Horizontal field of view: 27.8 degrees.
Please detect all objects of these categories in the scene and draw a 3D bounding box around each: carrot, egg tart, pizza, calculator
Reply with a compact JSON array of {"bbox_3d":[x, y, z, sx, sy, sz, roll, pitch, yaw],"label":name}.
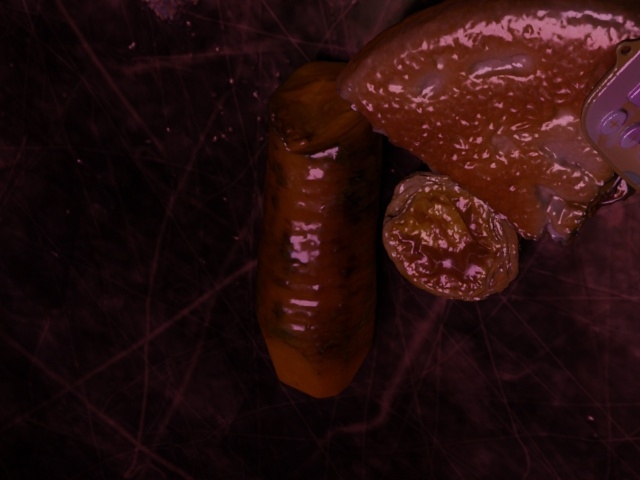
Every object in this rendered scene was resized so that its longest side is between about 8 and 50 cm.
[{"bbox_3d":[0.000,0.000,1.138,0.114,0.114,0.302,16,125,19],"label":"carrot"},{"bbox_3d":[0.117,-0.007,1.105,0.130,0.052,0.130,15,125,22],"label":"egg tart"},{"bbox_3d":[0.168,-0.096,1.001,0.289,0.081,0.229,-7,120,25],"label":"pizza"},{"bbox_3d":[0.292,-0.082,0.911,0.236,0.033,0.157,29,122,-26],"label":"calculator"}]
